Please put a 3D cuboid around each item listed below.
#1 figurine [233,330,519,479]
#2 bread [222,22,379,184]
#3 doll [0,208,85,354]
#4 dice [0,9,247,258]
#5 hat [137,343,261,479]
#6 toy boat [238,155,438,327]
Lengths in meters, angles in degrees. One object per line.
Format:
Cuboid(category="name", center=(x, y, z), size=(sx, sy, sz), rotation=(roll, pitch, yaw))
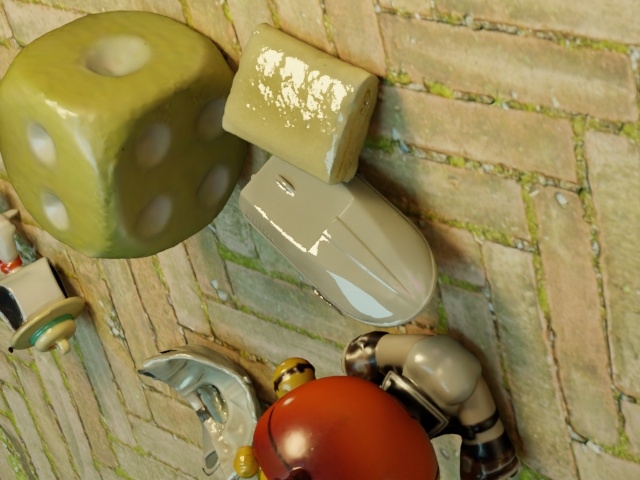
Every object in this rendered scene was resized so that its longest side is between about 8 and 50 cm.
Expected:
Cuboid(category="figurine", center=(0.053, 0.240, 1.754), size=(0.320, 0.323, 0.196), rotation=(39, 143, 22))
Cuboid(category="bread", center=(-0.021, -0.154, 1.724), size=(0.178, 0.060, 0.140), rotation=(32, 109, 33))
Cuboid(category="doll", center=(-0.495, 0.049, 2.420), size=(0.208, 0.144, 0.271), rotation=(24, 140, 51))
Cuboid(category="dice", center=(-0.244, -0.131, 1.882), size=(0.226, 0.238, 0.233), rotation=(30, 139, 35))
Cuboid(category="hat", center=(-0.156, 0.237, 2.230), size=(0.219, 0.164, 0.226), rotation=(56, -175, -1))
Cuboid(category="toy boat", center=(0.031, 0.000, 1.757), size=(0.269, 0.140, 0.141), rotation=(43, 144, 18))
